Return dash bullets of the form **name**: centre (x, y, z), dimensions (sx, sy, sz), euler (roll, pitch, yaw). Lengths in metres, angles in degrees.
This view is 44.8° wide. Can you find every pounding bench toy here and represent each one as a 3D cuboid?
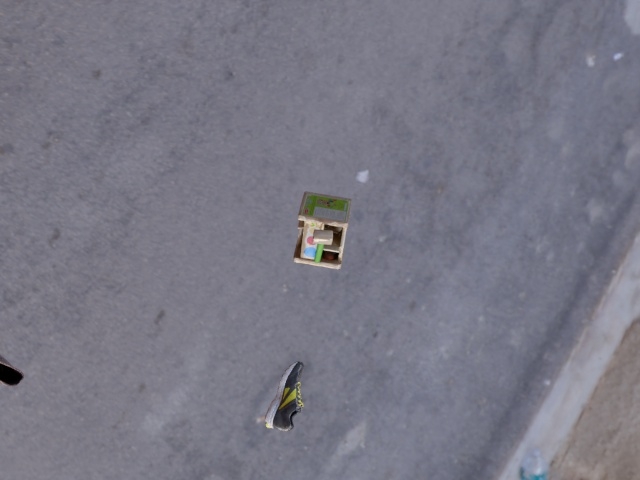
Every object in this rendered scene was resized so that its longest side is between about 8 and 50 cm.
- **pounding bench toy**: centre (0.000, 0.000, 0.808), dimensions (0.083, 0.052, 0.065), euler (-78, 177, -58)

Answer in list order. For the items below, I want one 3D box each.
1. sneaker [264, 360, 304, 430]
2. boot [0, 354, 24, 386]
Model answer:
- **sneaker**: centre (-0.032, 0.181, 0.894), dimensions (0.031, 0.035, 0.083), euler (59, 52, -67)
- **boot**: centre (-0.687, 0.184, 1.445), dimensions (0.248, 0.206, 0.090), euler (47, 61, -39)
